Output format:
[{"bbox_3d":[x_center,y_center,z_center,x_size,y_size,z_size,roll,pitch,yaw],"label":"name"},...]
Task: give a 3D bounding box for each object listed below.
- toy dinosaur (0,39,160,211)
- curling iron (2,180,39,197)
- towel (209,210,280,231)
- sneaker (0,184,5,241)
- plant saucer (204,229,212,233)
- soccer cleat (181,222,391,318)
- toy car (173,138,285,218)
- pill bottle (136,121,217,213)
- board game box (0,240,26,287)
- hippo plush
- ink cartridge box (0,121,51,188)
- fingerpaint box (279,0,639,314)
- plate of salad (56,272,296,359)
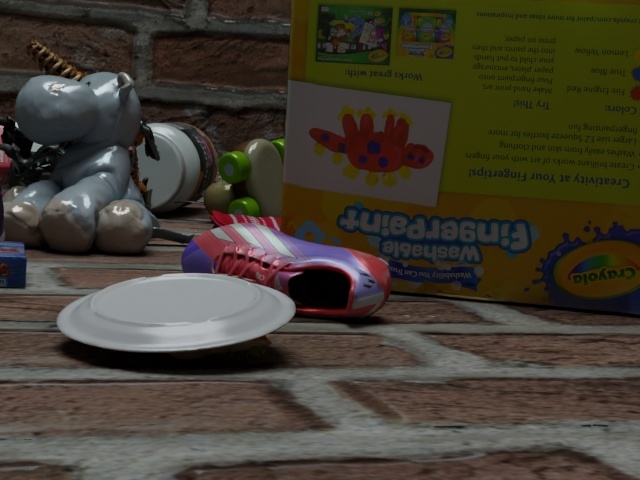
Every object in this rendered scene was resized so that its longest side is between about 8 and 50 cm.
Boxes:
[{"bbox_3d":[-0.365,-0.152,1.933,0.218,0.322,0.164,-22,16,-2],"label":"toy dinosaur"},{"bbox_3d":[-0.482,-0.048,1.935,0.035,0.068,0.274,6,12,11],"label":"curling iron"},{"bbox_3d":[0.000,0.000,1.771,0.274,0.031,0.199,2,15,-21],"label":"towel"},{"bbox_3d":[-0.496,-0.099,1.599,0.283,0.124,0.107,27,36,20],"label":"sneaker"},{"bbox_3d":[-0.119,-0.001,1.850,0.119,0.021,0.119,3,6,0],"label":"plant saucer"},{"bbox_3d":[-0.047,0.034,1.331,0.248,0.083,0.095,10,13,25],"label":"soccer cleat"},{"bbox_3d":[-0.151,-0.089,2.184,0.188,0.149,0.155,-6,10,37],"label":"toy car"},{"bbox_3d":[-0.283,-0.131,2.313,0.162,0.162,0.278,4,7,5],"label":"pill bottle"},{"bbox_3d":[-0.421,0.021,1.396,0.201,0.035,0.136,2,6,-14],"label":"board game box"},{"bbox_3d":[-0.299,-0.111,1.754,0.294,0.237,0.234,0,7,-31],"label":"hippo plush"},{"bbox_3d":[-0.455,-0.117,2.120,0.217,0.092,0.158,0,-25,-22],"label":"ink cartridge box"},{"bbox_3d":[0.189,-0.121,1.524,0.444,0.371,0.163,4,8,12],"label":"fingerpaint box"},{"bbox_3d":[-0.120,0.069,1.087,0.199,0.048,0.200,-2,15,0],"label":"plate of salad"}]
